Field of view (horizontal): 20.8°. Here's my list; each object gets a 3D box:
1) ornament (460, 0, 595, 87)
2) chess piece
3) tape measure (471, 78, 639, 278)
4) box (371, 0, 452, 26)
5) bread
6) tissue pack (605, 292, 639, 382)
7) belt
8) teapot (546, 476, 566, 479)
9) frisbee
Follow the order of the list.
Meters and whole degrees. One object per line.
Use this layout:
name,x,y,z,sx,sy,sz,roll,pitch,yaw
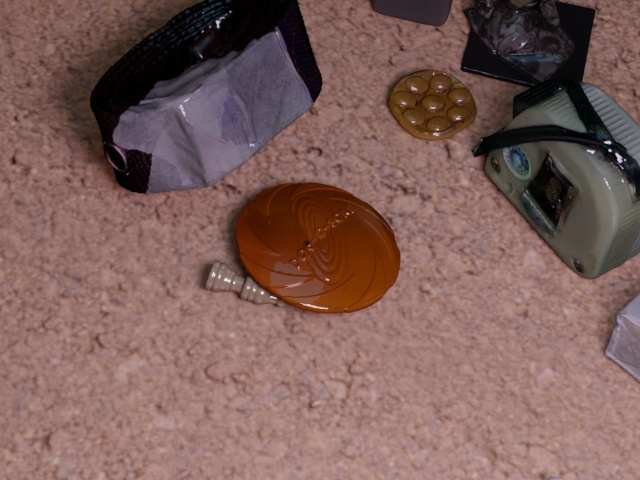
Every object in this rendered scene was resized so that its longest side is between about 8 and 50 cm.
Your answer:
ornament,0.264,-0.309,2.138,0.166,0.196,0.153,12,53,4
chess piece,-0.079,0.053,1.937,0.092,0.035,0.035,20,54,3
tape measure,0.275,-0.089,1.976,0.115,0.207,0.235,-29,64,-21
box,0.124,-0.362,2.129,0.103,0.243,0.055,14,57,4
bread,0.137,-0.165,2.123,0.110,0.024,0.110,3,55,-4
tissue pack,0.452,0.072,1.911,0.159,0.145,0.229,41,60,20
belt,-0.126,-0.164,2.014,0.184,0.164,0.289,21,50,42
teapot,0.306,0.327,1.746,0.159,0.116,0.245,-28,55,-12
frisbee,0.000,0.000,1.964,0.192,0.035,0.192,10,47,-10
